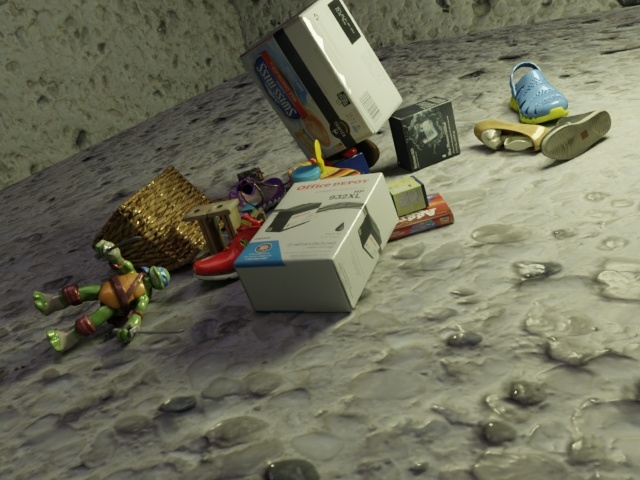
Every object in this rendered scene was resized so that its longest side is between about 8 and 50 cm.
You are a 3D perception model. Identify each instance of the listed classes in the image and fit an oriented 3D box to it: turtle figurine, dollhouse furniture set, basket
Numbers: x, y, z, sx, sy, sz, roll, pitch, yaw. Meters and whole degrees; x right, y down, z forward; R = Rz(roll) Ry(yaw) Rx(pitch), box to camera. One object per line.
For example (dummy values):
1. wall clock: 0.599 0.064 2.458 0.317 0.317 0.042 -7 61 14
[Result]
1. turtle figurine: -0.445 0.112 1.410 0.266 0.198 0.274 -25 20 -9
2. dollhouse furniture set: -0.232 -0.048 1.706 0.129 0.129 0.184 -9 25 18
3. basket: -0.416 -0.014 1.799 0.213 0.223 0.299 -46 8 31

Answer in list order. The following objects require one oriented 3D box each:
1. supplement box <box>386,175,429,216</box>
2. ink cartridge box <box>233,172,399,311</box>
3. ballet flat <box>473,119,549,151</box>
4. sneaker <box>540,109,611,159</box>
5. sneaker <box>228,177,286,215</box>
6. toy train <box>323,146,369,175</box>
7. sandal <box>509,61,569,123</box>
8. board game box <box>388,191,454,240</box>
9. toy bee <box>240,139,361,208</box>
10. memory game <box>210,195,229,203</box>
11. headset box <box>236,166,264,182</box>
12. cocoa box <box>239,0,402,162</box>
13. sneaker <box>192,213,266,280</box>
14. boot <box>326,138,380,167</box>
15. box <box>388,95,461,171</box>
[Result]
1. supplement box: 0.190 -0.100 1.563 0.083 0.056 0.083 -19 22 -4
2. ink cartridge box: 0.000 0.000 1.400 0.223 0.129 0.307 -4 33 29
3. ballet flat: 0.483 -0.270 1.798 0.232 0.080 0.073 11 47 48
4. sneaker: 0.598 -0.253 1.696 0.222 0.083 0.118 -25 14 -24
5. sneaker: -0.177 -0.132 1.894 0.095 0.105 0.236 -4 25 31
6. toy train: -0.003 -0.158 1.854 0.248 0.105 0.143 -29 14 -23
7. sandal: 0.616 -0.427 1.984 0.126 0.138 0.317 -15 25 0
8. board game box: 0.149 -0.039 1.562 0.281 0.027 0.145 -16 24 2
9. toy bee: -0.018 -0.152 1.628 0.298 0.195 0.162 23 41 16
10. memory game: -0.324 -0.110 1.999 0.186 0.012 0.186 -10 7 1
11. headset box: -0.217 -0.202 2.169 0.083 0.032 0.062 -19 24 -8
12. cocoa box: 0.006 -0.422 1.803 0.228 0.347 0.231 -21 21 38
13. sneaker: -0.171 0.001 1.568 0.279 0.118 0.107 -25 24 -18
14. boot: 0.110 -0.281 2.048 0.115 0.112 0.305 -14 19 -22
15. box: 0.281 -0.289 1.871 0.158 0.156 0.093 -22 25 -12
